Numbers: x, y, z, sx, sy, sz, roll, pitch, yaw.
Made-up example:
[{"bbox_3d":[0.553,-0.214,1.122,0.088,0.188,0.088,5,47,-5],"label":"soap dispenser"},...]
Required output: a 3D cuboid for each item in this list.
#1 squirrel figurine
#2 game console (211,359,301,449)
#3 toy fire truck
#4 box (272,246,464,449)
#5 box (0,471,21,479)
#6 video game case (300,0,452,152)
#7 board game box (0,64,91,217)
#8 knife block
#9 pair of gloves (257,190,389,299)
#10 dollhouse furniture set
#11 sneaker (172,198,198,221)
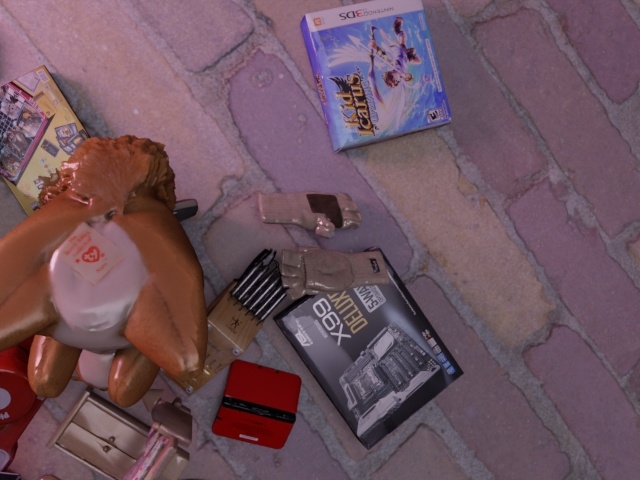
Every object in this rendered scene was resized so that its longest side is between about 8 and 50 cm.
[{"bbox_3d":[-0.309,0.051,0.943,0.280,0.370,0.397,1,70,-9],"label":"squirrel figurine"},{"bbox_3d":[-0.121,0.314,1.186,0.144,0.085,0.124,17,116,-11],"label":"game console"},{"bbox_3d":[-0.576,0.227,0.940,0.302,0.169,0.254,31,99,-26],"label":"toy fire truck"},{"bbox_3d":[0.092,0.203,1.204,0.242,0.076,0.307,-35,96,-11],"label":"box"},{"bbox_3d":[-0.722,0.580,0.848,0.479,0.297,0.472,10,102,-10],"label":"box"},{"bbox_3d":[0.112,-0.335,1.235,0.244,0.061,0.270,-16,92,-12],"label":"video game case"},{"bbox_3d":[-0.495,-0.164,1.103,0.165,0.042,0.243,-32,95,-12],"label":"board game box"},{"bbox_3d":[-0.159,0.135,1.158,0.088,0.242,0.275,44,125,-7],"label":"knife block"},{"bbox_3d":[0.000,0.000,1.145,0.204,0.042,0.240,-6,54,-25],"label":"pair of gloves"},{"bbox_3d":[-0.356,0.366,0.957,0.173,0.355,0.303,35,82,-9],"label":"dollhouse furniture set"},{"bbox_3d":[-0.308,0.012,1.128,0.222,0.083,0.118,-26,101,-6],"label":"sneaker"}]
